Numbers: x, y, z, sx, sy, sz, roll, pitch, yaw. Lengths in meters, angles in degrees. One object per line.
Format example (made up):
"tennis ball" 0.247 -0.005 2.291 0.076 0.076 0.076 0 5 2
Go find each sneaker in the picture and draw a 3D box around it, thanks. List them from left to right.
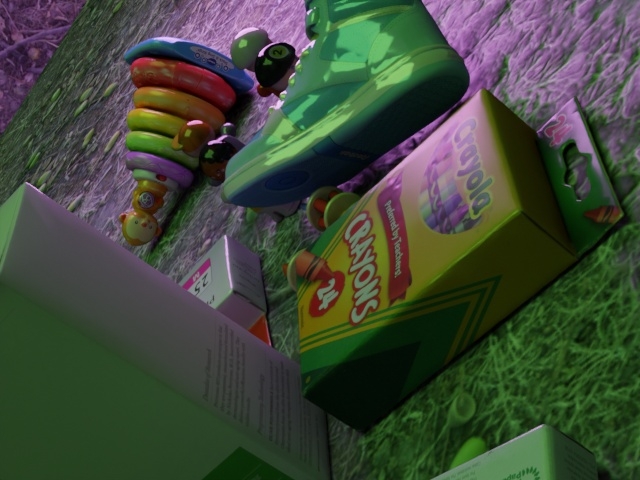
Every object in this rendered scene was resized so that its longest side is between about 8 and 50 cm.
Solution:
"sneaker" 0.001 -0.183 1.376 0.319 0.127 0.208 -30 68 24

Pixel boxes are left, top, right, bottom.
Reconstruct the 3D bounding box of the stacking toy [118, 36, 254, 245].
"stacking toy" -0.231 -0.136 1.813 0.165 0.175 0.302 -3 67 62

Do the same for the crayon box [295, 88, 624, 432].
"crayon box" 0.110 0.001 1.115 0.318 0.081 0.202 -42 28 24

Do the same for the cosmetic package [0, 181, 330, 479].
"cosmetic package" -0.188 0.141 1.128 0.197 0.365 0.155 -43 28 25

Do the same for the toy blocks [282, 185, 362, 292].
"toy blocks" 0.000 0.000 1.334 0.123 0.054 0.148 -57 25 -4

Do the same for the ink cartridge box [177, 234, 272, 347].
"ink cartridge box" -0.168 0.158 1.431 0.275 0.060 0.239 -46 26 18

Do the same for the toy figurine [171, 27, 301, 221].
"toy figurine" -0.075 -0.147 1.530 0.209 0.148 0.213 -52 26 6

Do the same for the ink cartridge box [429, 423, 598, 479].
"ink cartridge box" 0.056 0.329 0.829 0.324 0.071 0.330 -34 36 36
